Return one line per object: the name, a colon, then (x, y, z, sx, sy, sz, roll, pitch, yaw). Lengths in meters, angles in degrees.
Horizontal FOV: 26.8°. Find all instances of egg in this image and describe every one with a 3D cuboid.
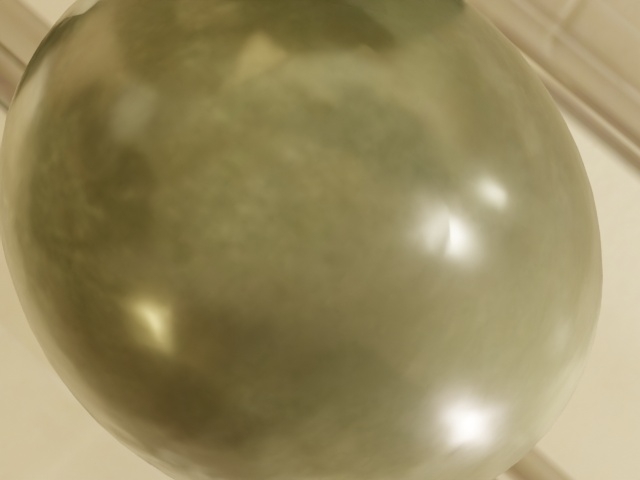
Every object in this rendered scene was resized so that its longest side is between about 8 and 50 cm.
egg: (0.000, 0.000, 0.634, 0.258, 0.258, 0.352, -49, 140, -1)
